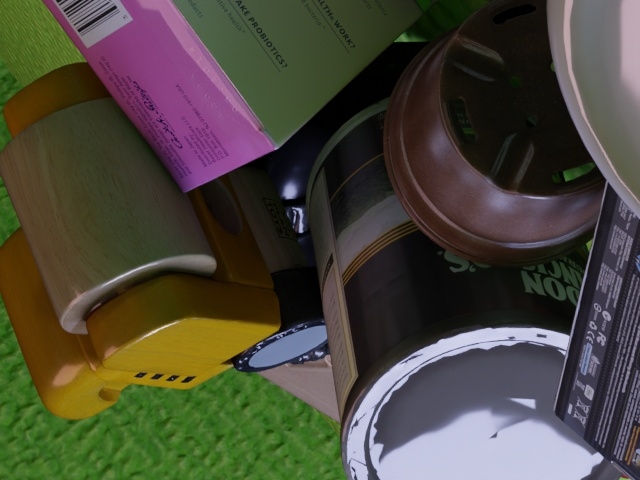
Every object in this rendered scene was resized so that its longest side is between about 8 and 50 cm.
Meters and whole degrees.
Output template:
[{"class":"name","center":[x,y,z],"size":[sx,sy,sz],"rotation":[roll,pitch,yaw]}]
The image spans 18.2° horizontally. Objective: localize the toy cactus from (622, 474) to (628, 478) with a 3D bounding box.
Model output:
[{"class":"toy cactus","center":[0.217,0.159,1.624],"size":[0.112,0.180,0.219],"rotation":[62,178,-14]}]

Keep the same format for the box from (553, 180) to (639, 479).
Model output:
[{"class":"box","center":[0.237,0.062,1.062],"size":[0.216,0.060,0.270],"rotation":[40,146,29]}]

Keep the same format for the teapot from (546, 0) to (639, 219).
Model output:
[{"class":"teapot","center":[0.217,-0.108,0.743],"size":[0.252,0.187,0.256],"rotation":[32,140,8]}]

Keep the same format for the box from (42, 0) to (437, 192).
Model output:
[{"class":"box","center":[-0.054,-0.194,1.361],"size":[0.117,0.243,0.213],"rotation":[-22,109,51]}]

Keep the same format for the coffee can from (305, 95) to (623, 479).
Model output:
[{"class":"coffee can","center":[0.100,0.048,1.417],"size":[0.275,0.202,0.201],"rotation":[-100,-17,-52]}]

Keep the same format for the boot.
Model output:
[{"class":"boot","center":[-0.008,-0.028,1.666],"size":[0.348,0.131,0.260],"rotation":[-10,88,57]}]

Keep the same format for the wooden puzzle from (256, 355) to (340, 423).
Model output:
[{"class":"wooden puzzle","center":[0.040,0.076,2.127],"size":[0.322,0.080,0.347],"rotation":[29,143,29]}]

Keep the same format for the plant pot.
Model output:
[{"class":"plant pot","center":[0.126,-0.076,1.221],"size":[0.167,0.167,0.165],"rotation":[51,173,5]}]

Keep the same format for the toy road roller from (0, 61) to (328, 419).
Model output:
[{"class":"toy road roller","center":[-0.156,0.026,1.491],"size":[0.329,0.241,0.202],"rotation":[16,-133,-65]}]
